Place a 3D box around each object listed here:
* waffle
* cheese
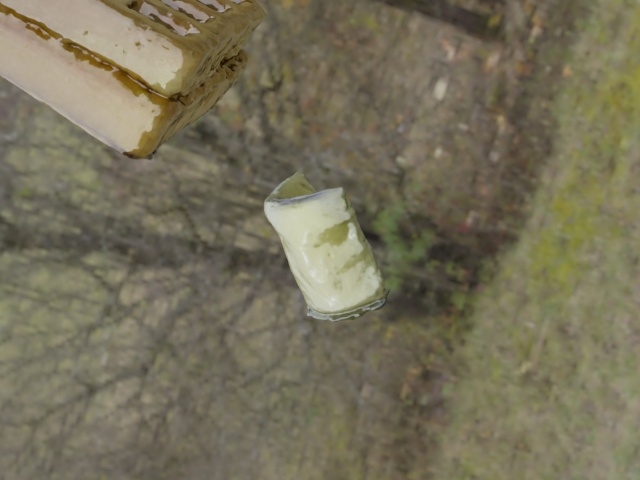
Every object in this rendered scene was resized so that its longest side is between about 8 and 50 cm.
[{"bbox_3d":[-0.214,-0.195,1.012,0.098,0.327,0.224,-59,-2,21],"label":"waffle"},{"bbox_3d":[-0.001,0.000,0.653,0.041,0.060,0.084,-28,18,0],"label":"cheese"}]
